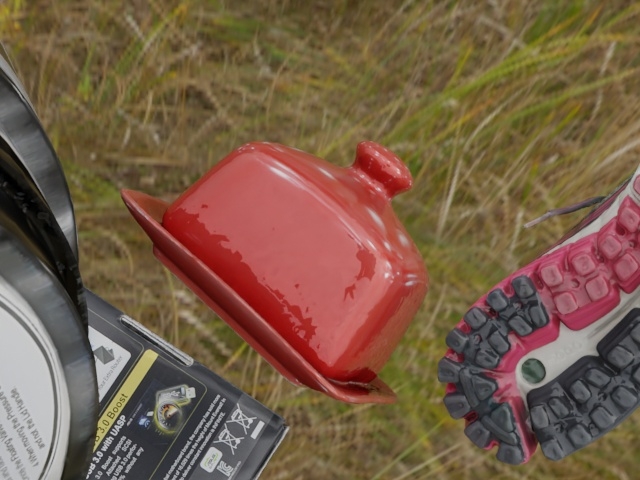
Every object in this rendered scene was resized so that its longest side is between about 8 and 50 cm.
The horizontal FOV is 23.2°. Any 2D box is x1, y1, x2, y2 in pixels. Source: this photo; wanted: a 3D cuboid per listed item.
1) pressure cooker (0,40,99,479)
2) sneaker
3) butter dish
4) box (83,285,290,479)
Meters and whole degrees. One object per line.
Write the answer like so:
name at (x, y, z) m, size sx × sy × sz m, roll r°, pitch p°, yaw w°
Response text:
pressure cooker at (-0.286, 0.028, 0.582) m, size 0.370 × 0.375 × 0.420 m, roll 14°, pitch 31°, yaw -44°
sneaker at (0.189, -0.004, 0.798) m, size 0.299 × 0.112 × 0.121 m, roll -35°, pitch 88°, yaw 25°
butter dish at (0.000, 0.000, 0.808) m, size 0.160 × 0.160 × 0.118 m, roll 43°, pitch 94°, yaw 14°
box at (-0.253, 0.191, 0.932) m, size 0.318 × 0.097 × 0.395 m, roll 33°, pitch 67°, yaw -4°
